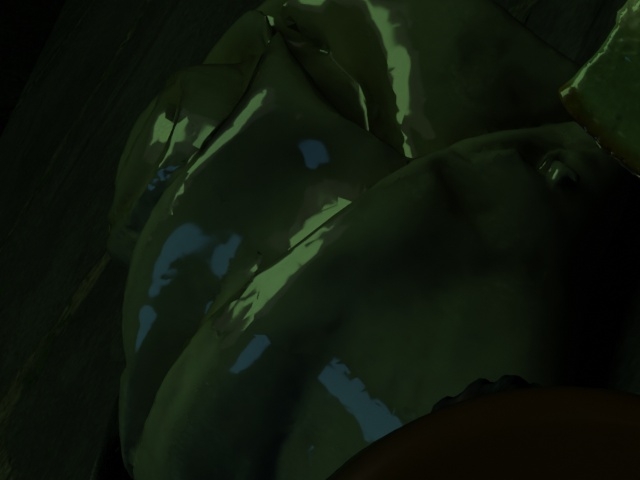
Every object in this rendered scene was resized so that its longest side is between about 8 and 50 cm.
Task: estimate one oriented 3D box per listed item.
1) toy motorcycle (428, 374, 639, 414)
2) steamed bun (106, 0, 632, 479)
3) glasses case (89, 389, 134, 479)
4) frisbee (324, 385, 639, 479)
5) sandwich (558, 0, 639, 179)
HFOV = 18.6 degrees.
[{"bbox_3d":[0.070,0.213,0.749,0.232,0.172,0.416,-25,37,42],"label":"toy motorcycle"},{"bbox_3d":[0.000,0.000,1.141,0.342,0.255,0.367,-32,29,56],"label":"steamed bun"},{"bbox_3d":[-0.114,0.142,1.465,0.122,0.075,0.314,-42,24,42],"label":"glasses case"},{"bbox_3d":[0.090,0.168,0.666,0.021,0.251,0.250,103,-168,-69],"label":"frisbee"},{"bbox_3d":[0.233,-0.031,0.849,0.108,0.220,0.186,-55,-18,14],"label":"sandwich"}]
